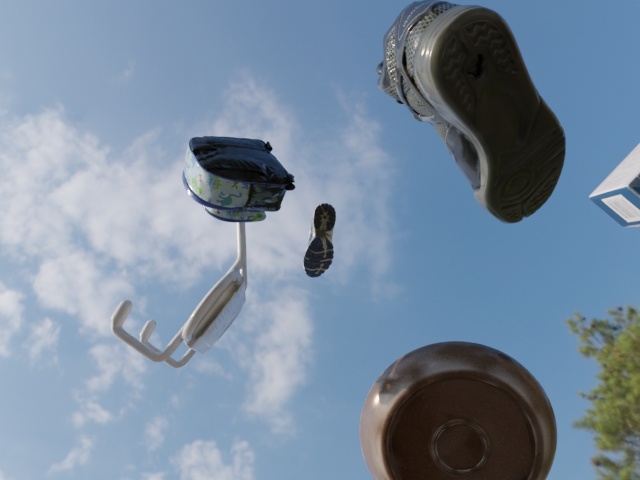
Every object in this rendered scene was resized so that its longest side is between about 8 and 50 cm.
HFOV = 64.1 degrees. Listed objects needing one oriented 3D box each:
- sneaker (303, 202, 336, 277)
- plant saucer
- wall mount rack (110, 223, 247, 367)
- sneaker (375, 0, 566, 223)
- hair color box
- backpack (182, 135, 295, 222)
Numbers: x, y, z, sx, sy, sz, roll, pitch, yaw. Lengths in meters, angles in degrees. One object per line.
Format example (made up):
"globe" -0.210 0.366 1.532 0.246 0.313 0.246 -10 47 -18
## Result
"sneaker" 0.000 0.000 0.919 0.052 0.058 0.135 13 -86 -7
"plant saucer" 0.217 0.315 0.802 0.311 0.050 0.310 0 -86 6
"wall mount rack" -0.169 0.048 0.789 0.131 0.350 0.304 36 -108 3
"sneaker" 0.127 -0.111 0.439 0.087 0.130 0.227 -41 -50 10
"hair color box" 0.714 -0.188 0.995 0.105 0.174 0.347 43 -87 5
"backpack" -0.108 -0.073 0.623 0.115 0.105 0.084 2 -52 -36
